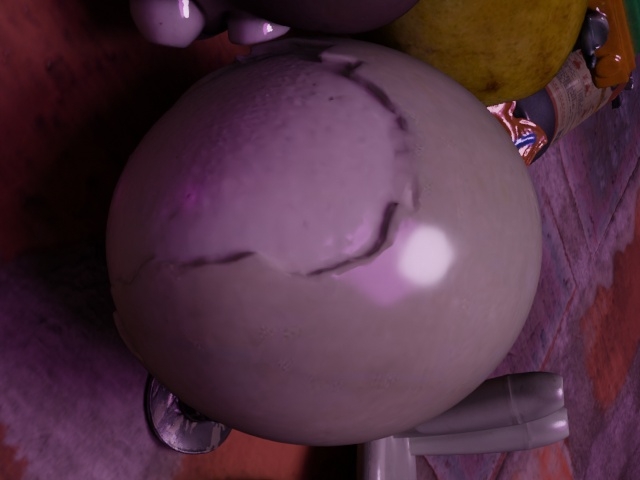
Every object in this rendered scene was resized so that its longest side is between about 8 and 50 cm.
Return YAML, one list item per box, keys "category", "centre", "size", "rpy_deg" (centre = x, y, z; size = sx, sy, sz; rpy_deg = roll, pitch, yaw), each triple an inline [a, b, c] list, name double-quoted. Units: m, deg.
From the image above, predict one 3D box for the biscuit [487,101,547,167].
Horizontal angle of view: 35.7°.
- category: "biscuit"
  centre: [0.124, -0.101, 0.963]
  size: [0.183, 0.043, 0.280]
  rpy_deg: [-29, 111, -9]

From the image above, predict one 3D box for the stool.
- category: "stool"
  centre: [0.149, 0.235, 0.980]
  size: [0.195, 0.198, 0.195]
  rpy_deg: [60, 29, -64]

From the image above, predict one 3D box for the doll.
- category: "doll"
  centre: [-0.027, -0.186, 0.622]
  size: [0.182, 0.257, 0.117]
  rpy_deg: [-53, 139, -66]

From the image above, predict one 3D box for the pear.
- category: "pear"
  centre: [0.102, -0.262, 0.774]
  size: [0.253, 0.253, 0.307]
  rpy_deg: [-48, 129, -36]

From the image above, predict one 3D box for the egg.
- category: "egg"
  centre: [0.000, 0.000, 0.680]
  size: [0.336, 0.278, 0.278]
  rpy_deg: [8, 92, -61]

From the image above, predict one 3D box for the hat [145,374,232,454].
- category: "hat"
  centre: [-0.082, 0.114, 0.796]
  size: [0.121, 0.050, 0.121]
  rpy_deg: [-14, 107, -53]

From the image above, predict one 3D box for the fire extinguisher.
- category: "fire extinguisher"
  centre: [0.274, -0.214, 1.150]
  size: [0.376, 0.113, 0.200]
  rpy_deg: [-32, 123, -46]

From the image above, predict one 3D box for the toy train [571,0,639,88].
- category: "toy train"
  centre: [0.298, -0.333, 0.992]
  size: [0.178, 0.249, 0.429]
  rpy_deg: [58, 30, -44]
